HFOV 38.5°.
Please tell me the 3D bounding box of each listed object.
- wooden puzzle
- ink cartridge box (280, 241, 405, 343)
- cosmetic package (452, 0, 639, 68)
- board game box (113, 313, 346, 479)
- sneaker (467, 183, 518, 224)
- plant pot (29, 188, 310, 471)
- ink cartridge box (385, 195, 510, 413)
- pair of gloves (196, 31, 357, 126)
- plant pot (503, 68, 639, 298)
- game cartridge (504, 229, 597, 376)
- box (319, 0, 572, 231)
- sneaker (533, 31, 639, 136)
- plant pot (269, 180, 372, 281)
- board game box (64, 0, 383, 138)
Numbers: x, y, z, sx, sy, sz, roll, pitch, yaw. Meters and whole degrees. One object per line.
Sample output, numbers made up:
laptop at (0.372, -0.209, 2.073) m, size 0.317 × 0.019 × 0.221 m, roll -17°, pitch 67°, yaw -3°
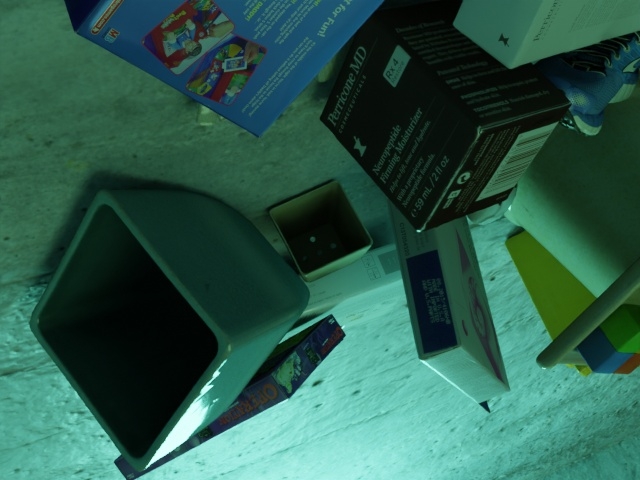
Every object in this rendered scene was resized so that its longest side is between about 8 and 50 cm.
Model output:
wooden puzzle at (0.505, 0.087, 1.266) m, size 0.347 × 0.080 × 0.322 m, roll 5°, pitch 133°, yaw -43°
ink cartridge box at (0.008, 0.102, 1.466) m, size 0.296 × 0.066 × 0.261 m, roll -18°, pitch 165°, yaw -20°
cosmetic package at (0.317, -0.374, 0.921) m, size 0.284 × 0.097 × 0.377 m, roll -24°, pitch 147°, yaw -41°
board game box at (-0.136, 0.237, 1.378) m, size 0.346 × 0.056 × 0.208 m, roll -32°, pitch 180°, yaw 32°
sneaker at (0.210, -0.115, 1.307) m, size 0.153 × 0.094 × 0.235 m, roll -10°, pitch 139°, yaw -26°
plant pot at (-0.162, 0.086, 1.156) m, size 0.252 × 0.247 × 0.248 m, roll -17°, pitch 150°, yaw -54°
ink cartridge box at (0.189, 0.053, 1.308) m, size 0.071 × 0.324 × 0.330 m, roll -20°, pitch 152°, yaw 19°
pair of gloves at (-0.038, -0.230, 0.997) m, size 0.240 × 0.042 × 0.204 m, roll -20°, pitch 146°, yaw -18°
plant pot at (0.457, -0.055, 1.398) m, size 0.333 × 0.305 × 0.334 m, roll -21°, pitch 147°, yaw -15°
game cartridge at (0.510, 0.041, 1.550) m, size 0.323 × 0.285 × 0.052 m, roll -32°, pitch 146°, yaw 19°
box at (0.141, -0.150, 1.073) m, size 0.167 × 0.203 × 0.168 m, roll -20°, pitch 150°, yaw -37°
sneaker at (0.347, -0.241, 1.177) m, size 0.330 × 0.129 × 0.147 m, roll -39°, pitch 153°, yaw -50°
plant pot at (0.000, 0.000, 1.290) m, size 0.109 × 0.109 × 0.096 m, roll -25°, pitch 159°, yaw -11°
board game box at (-0.038, -0.284, 0.847) m, size 0.347 × 0.078 × 0.233 m, roll -45°, pitch 136°, yaw 18°
